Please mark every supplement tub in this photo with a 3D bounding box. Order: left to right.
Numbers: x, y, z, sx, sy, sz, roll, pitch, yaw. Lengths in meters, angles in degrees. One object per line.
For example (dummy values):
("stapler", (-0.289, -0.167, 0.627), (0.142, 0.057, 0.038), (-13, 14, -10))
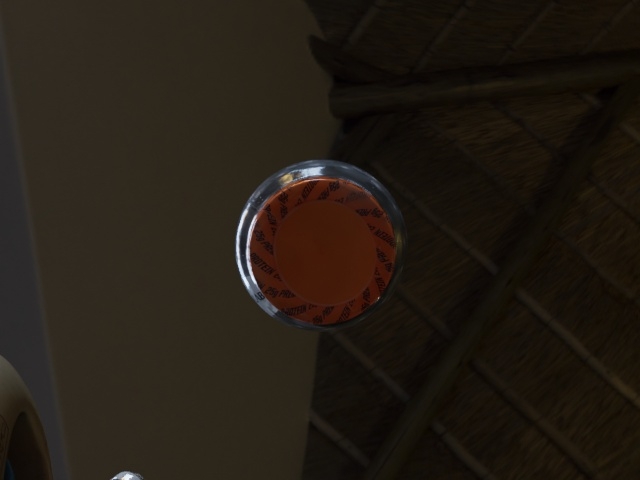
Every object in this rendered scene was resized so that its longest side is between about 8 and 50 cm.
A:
("supplement tub", (0.000, 0.000, 1.146), (0.207, 0.338, 0.207), (0, -86, 0))

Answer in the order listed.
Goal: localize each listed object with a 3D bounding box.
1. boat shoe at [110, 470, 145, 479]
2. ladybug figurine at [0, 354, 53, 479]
("boat shoe", (-0.258, 0.386, 1.303), (0.078, 0.070, 0.219), (33, -38, 21))
("ladybug figurine", (-0.390, 0.286, 0.947), (0.162, 0.305, 0.449), (0, -41, -6))
